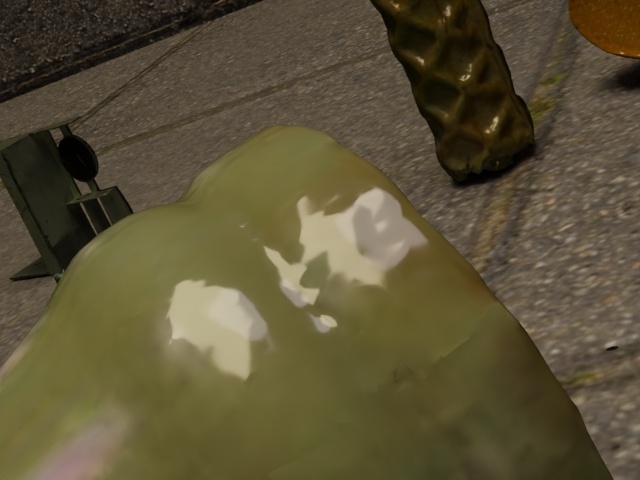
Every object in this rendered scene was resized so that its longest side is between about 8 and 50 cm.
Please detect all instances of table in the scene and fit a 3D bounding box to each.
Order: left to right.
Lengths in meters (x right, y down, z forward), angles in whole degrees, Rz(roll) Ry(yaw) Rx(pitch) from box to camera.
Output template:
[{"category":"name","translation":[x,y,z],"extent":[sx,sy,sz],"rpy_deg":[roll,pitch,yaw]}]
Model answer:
[{"category":"table","translation":[-0.294,-0.041,1.312],"extent":[0.175,0.146,0.062],"rpy_deg":[-9,22,41]}]

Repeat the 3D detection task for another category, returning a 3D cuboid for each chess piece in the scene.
[{"category":"chess piece","translation":[-0.126,0.165,0.420],"extent":[0.442,0.234,0.234],"rpy_deg":[-34,20,-17]}]

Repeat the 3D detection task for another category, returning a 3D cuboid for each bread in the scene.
[{"category":"bread","translation":[0.093,-0.183,1.012],"extent":[0.098,0.269,0.087],"rpy_deg":[-34,17,-26]}]

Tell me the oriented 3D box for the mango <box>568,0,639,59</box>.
[{"category":"mango","translation":[0.361,-0.237,1.000],"extent":[0.199,0.201,0.350],"rpy_deg":[8,-19,-42]}]

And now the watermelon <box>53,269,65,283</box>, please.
[{"category":"watermelon","translation":[-0.143,0.033,1.051],"extent":[0.139,0.071,0.187],"rpy_deg":[-27,8,-31]}]
